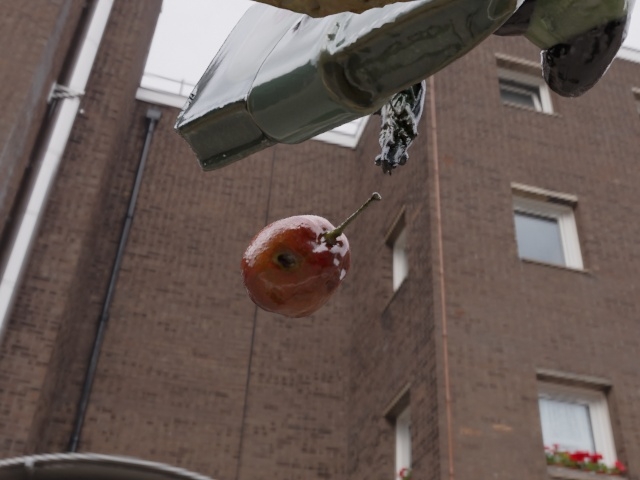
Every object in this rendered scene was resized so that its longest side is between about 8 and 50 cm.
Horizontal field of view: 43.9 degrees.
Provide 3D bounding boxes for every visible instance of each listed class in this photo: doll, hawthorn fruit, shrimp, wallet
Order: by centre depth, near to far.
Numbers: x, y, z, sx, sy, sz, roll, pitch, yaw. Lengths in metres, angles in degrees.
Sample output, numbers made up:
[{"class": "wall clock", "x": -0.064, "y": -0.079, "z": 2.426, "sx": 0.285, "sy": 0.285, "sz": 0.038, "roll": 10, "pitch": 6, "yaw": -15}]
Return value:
[{"class": "wallet", "x": 0.035, "y": -0.182, "z": 0.645, "sx": 0.360, "sy": 0.252, "sz": 0.083, "roll": -15, "pitch": -51, "yaw": 45}, {"class": "doll", "x": 0.246, "y": -0.244, "z": 0.788, "sx": 0.143, "sy": 0.234, "sz": 0.135, "roll": 40, "pitch": -58, "yaw": -3}, {"class": "shrimp", "x": 0.082, "y": -0.173, "z": 0.799, "sx": 0.051, "sy": 0.217, "sz": 0.150, "roll": 7, "pitch": -32, "yaw": 6}, {"class": "hawthorn fruit", "x": 0.000, "y": 0.000, "z": 1.183, "sx": 0.165, "sy": 0.165, "sz": 0.285, "roll": 27, "pitch": -54, "yaw": -28}]

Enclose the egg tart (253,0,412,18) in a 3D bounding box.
[{"class": "egg tart", "x": -0.006, "y": -0.305, "z": 0.289, "sx": 0.444, "sy": 0.178, "sz": 0.442, "roll": 5, "pitch": -71, "yaw": 14}]
